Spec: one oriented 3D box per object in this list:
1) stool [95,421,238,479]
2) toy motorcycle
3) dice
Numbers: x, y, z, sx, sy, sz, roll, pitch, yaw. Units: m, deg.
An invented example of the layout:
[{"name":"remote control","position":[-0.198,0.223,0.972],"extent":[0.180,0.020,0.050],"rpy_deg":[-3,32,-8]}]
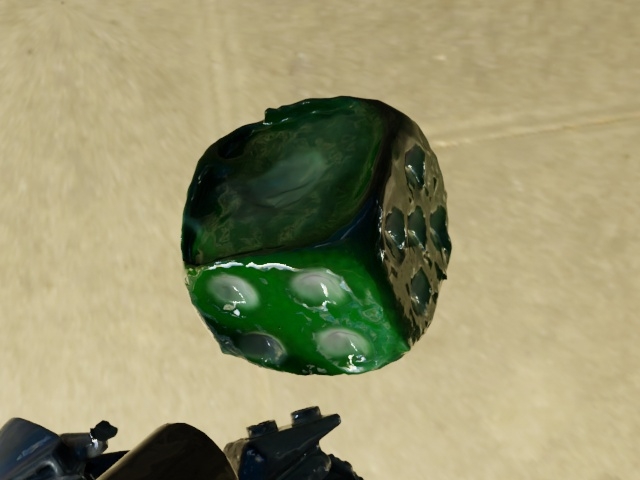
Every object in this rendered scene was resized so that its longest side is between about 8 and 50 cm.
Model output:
[{"name":"stool","position":[-0.047,0.235,0.580],"extent":[0.226,0.310,0.310],"rpy_deg":[-15,118,-50]},{"name":"toy motorcycle","position":[-0.096,0.159,1.054],"extent":[0.270,0.106,0.159],"rpy_deg":[-18,91,-29]},{"name":"dice","position":[0.000,0.000,1.047],"extent":[0.128,0.131,0.120],"rpy_deg":[-4,137,24]}]
